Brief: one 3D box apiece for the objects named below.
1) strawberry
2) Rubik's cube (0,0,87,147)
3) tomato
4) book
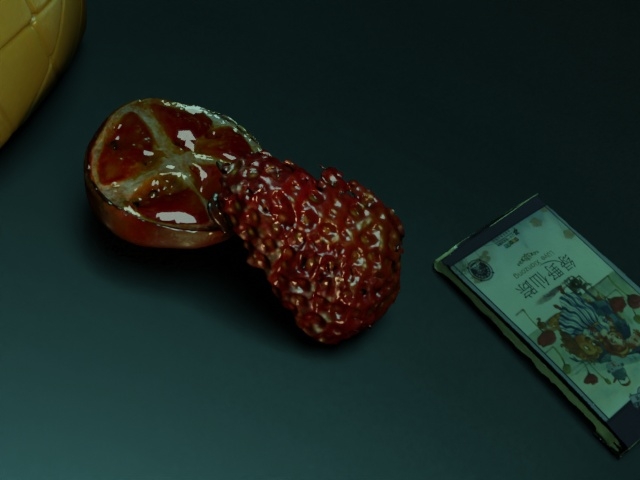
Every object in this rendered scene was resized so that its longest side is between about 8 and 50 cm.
[{"bbox_3d":[0.000,0.000,0.830,0.188,0.082,0.121,42,47,-35],"label":"strawberry"},{"bbox_3d":[-0.326,-0.164,0.856,0.254,0.254,0.254,10,50,-12],"label":"Rubik's cube"},{"bbox_3d":[-0.119,-0.043,0.873,0.155,0.069,0.156,10,47,-11],"label":"tomato"},{"bbox_3d":[0.231,0.065,0.945,0.157,0.026,0.231,-29,66,-35],"label":"book"}]
